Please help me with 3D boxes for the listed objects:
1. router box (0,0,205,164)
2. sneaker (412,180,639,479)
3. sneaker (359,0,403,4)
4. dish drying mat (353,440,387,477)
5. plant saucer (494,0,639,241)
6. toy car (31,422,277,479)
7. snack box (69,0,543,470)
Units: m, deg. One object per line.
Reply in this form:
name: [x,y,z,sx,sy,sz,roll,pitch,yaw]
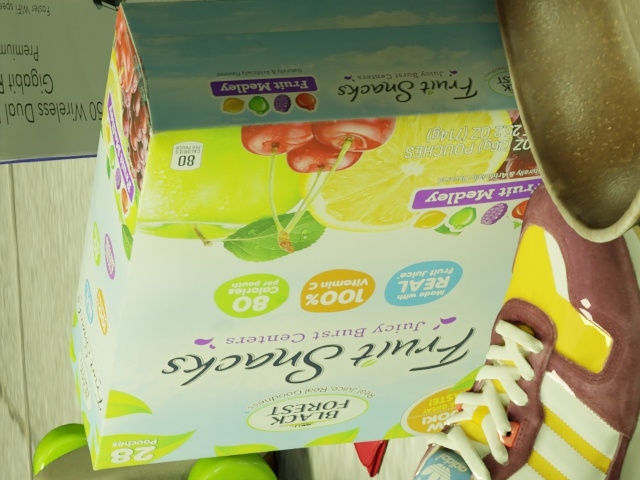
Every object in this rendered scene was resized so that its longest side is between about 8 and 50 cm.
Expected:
router box: [-0.139,-0.188,0.951,0.335,0.082,0.301,-13,-82,-68]
sneaker: [0.075,0.068,0.703,0.069,0.084,0.185,-155,60,-69]
sneaker: [0.033,-0.154,0.782,0.067,0.078,0.188,46,-158,-29]
dish drying mat: [0.015,0.080,1.001,0.032,0.008,0.083,105,152,-45]
plant saucer: [0.087,-0.156,0.559,0.310,0.050,0.311,174,90,-87]
toy car: [-0.082,0.204,1.153,0.155,0.149,0.188,-141,35,-72]
snack box: [0.000,0.000,0.760,0.207,0.174,0.070,105,154,-50]
